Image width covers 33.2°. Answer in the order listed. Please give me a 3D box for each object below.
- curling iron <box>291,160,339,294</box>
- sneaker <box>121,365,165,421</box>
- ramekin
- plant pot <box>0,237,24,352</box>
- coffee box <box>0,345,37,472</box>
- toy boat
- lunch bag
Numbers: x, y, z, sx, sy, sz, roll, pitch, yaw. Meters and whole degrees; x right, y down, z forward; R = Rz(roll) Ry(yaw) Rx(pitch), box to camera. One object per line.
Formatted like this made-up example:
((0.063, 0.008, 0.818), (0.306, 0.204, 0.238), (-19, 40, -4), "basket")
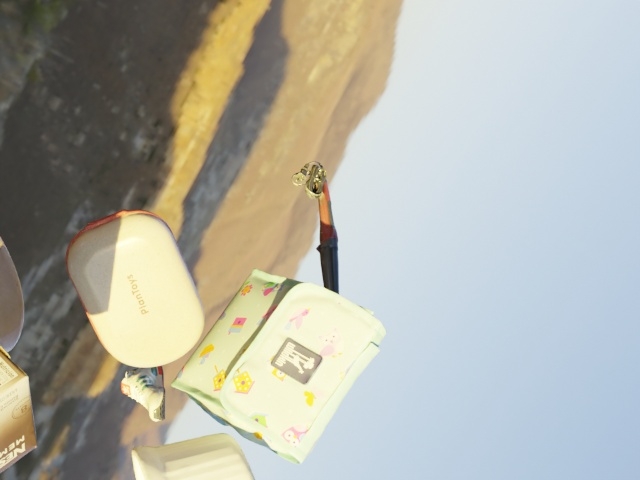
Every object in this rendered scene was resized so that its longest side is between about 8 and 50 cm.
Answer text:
((0.000, 0.000, 1.644), (0.035, 0.068, 0.274), (-35, -126, 45), "curling iron")
((-0.312, 0.271, 1.885), (0.161, 0.075, 0.057), (-115, -154, -66), "sneaker")
((-0.149, 0.392, 1.426), (0.277, 0.135, 0.277), (165, -90, -75), "ramekin")
((-0.531, 0.078, 1.293), (0.229, 0.263, 0.263), (-37, 165, -46), "plant pot")
((-0.403, 0.206, 1.022), (0.246, 0.098, 0.141), (-36, 155, -34), "coffee box")
((-0.257, 0.060, 1.505), (0.151, 0.231, 0.151), (-21, -160, -4), "toy boat")
((-0.048, 0.173, 1.477), (0.262, 0.160, 0.223), (13, -118, 55), "lunch bag")
